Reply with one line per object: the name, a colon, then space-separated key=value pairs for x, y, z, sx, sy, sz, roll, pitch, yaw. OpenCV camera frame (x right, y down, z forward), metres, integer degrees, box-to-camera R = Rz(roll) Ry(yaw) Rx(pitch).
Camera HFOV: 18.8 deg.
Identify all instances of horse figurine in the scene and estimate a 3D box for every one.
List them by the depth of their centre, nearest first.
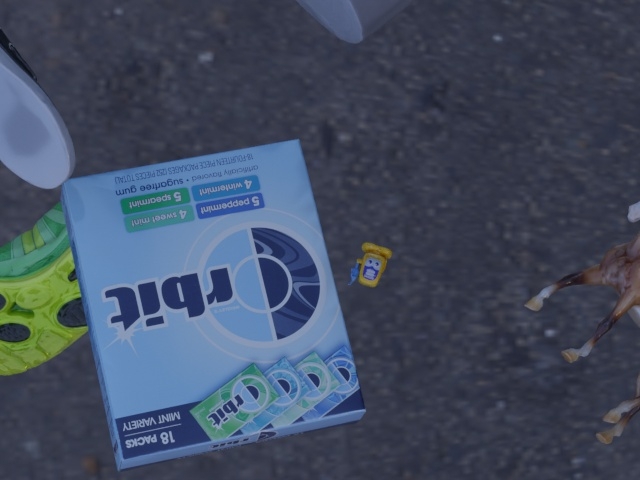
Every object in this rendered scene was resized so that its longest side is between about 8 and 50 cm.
horse figurine: x=0.298 y=0.081 z=1.763 sx=0.174 sy=0.263 sz=0.066 roll=-40 pitch=28 yaw=-14

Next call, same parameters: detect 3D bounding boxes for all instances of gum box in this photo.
gum box: x=-0.069 y=0.039 z=1.221 sx=0.041 sy=0.157 sz=0.184 roll=119 pitch=140 yaw=-71

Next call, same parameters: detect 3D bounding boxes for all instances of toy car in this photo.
toy car: x=0.000 y=0.000 z=1.350 sx=0.060 sy=0.122 sz=0.041 roll=-31 pitch=39 yaw=66

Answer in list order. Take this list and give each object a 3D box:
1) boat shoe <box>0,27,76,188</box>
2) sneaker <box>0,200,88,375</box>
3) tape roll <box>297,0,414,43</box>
boat shoe: x=-0.192 y=-0.096 z=1.176 sx=0.049 sy=0.040 sz=0.142 roll=-36 pitch=93 yaw=26
sneaker: x=-0.221 y=0.028 z=1.660 sx=0.295 sy=0.123 sz=0.109 roll=-19 pitch=113 yaw=25
tape roll: x=-0.017 y=-0.232 z=1.246 sx=0.072 sy=0.219 sz=0.219 roll=-40 pitch=64 yaw=-4
